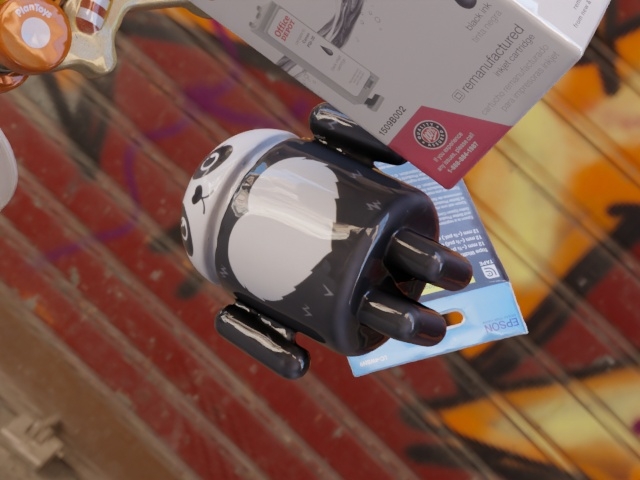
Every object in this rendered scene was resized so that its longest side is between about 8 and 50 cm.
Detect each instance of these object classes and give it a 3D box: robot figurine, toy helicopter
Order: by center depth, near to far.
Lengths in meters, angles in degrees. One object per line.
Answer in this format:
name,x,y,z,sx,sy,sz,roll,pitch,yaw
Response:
robot figurine,-0.002,0.001,1.154,0.278,0.173,0.209,27,54,27
toy helicopter,-0.244,-0.300,1.377,0.355,0.140,0.235,-10,91,-34

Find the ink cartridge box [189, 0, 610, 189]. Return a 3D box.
ink cartridge box,0.052,-0.201,0.952,0.283,0.207,0.117,35,54,-4

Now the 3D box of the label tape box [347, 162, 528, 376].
label tape box,0.091,0.018,1.652,0.249,0.115,0.348,-13,64,-16

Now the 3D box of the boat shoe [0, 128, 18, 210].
boat shoe,-0.446,-0.155,1.251,0.340,0.127,0.158,41,2,-12
